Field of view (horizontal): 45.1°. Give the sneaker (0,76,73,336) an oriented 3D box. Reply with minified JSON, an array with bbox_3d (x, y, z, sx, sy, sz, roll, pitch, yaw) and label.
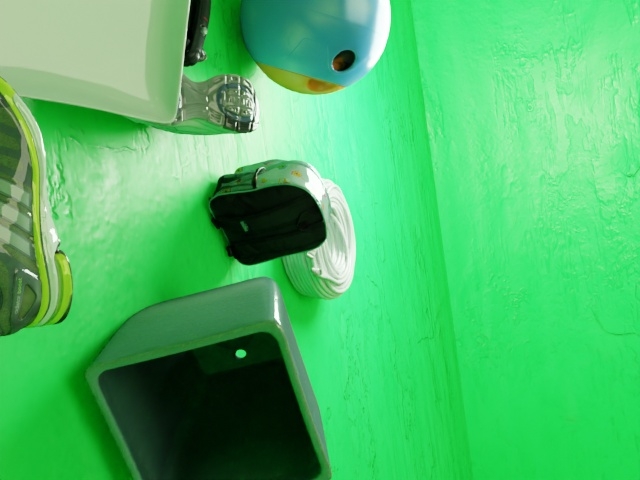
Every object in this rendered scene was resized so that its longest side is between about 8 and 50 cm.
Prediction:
[{"bbox_3d":[-0.344,-0.037,0.777,0.121,0.111,0.300,-36,114,-61],"label":"sneaker"}]

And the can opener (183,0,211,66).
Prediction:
[{"bbox_3d":[-0.208,-0.355,1.270,0.073,0.059,0.186,59,33,-45],"label":"can opener"}]

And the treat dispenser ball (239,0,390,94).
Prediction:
[{"bbox_3d":[-0.010,-0.425,1.475,0.288,0.288,0.288,-7,90,-68],"label":"treat dispenser ball"}]

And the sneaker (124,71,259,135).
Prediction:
[{"bbox_3d":[-0.227,-0.197,1.117,0.297,0.129,0.111,10,75,-48],"label":"sneaker"}]

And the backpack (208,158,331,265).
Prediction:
[{"bbox_3d":[-0.074,-0.056,1.333,0.144,0.188,0.166,-68,144,-50],"label":"backpack"}]

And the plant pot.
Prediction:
[{"bbox_3d":[-0.135,0.180,1.061,0.252,0.247,0.247,-92,166,-66],"label":"plant pot"}]

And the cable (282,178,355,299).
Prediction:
[{"bbox_3d":[0.000,0.000,1.637,0.257,0.089,0.257,52,36,-53],"label":"cable"}]

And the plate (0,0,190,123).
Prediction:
[{"bbox_3d":[-0.283,-0.296,0.915,0.277,0.045,0.278,4,96,-42],"label":"plate"}]
